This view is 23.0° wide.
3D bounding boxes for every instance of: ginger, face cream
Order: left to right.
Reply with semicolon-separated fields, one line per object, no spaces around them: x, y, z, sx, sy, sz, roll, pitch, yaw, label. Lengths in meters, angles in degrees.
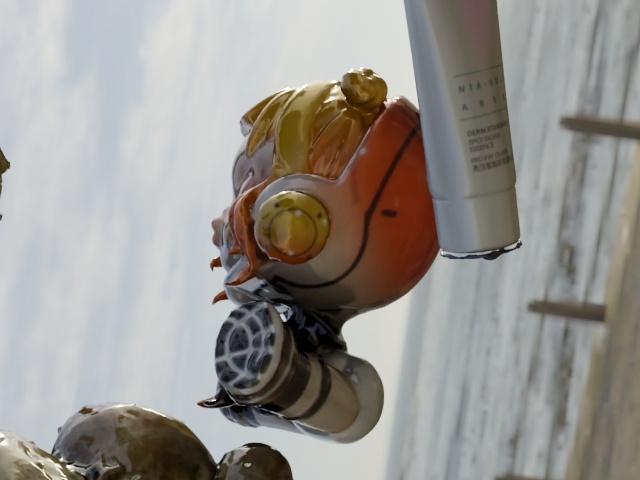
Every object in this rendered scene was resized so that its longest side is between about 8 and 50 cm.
-0.167;0.224;1.264;0.304;0.244;0.155;-26;-41;-42;ginger
0.093;-0.110;1.046;0.092;0.058;0.244;-19;-74;-40;face cream

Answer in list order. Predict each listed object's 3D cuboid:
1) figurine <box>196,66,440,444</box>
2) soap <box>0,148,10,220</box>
0.004;0.003;1.333;0.320;0.196;0.323;117;167;-80;figurine
-0.396;-0.127;1.712;0.252;0.037;0.092;76;-169;-52;soap
